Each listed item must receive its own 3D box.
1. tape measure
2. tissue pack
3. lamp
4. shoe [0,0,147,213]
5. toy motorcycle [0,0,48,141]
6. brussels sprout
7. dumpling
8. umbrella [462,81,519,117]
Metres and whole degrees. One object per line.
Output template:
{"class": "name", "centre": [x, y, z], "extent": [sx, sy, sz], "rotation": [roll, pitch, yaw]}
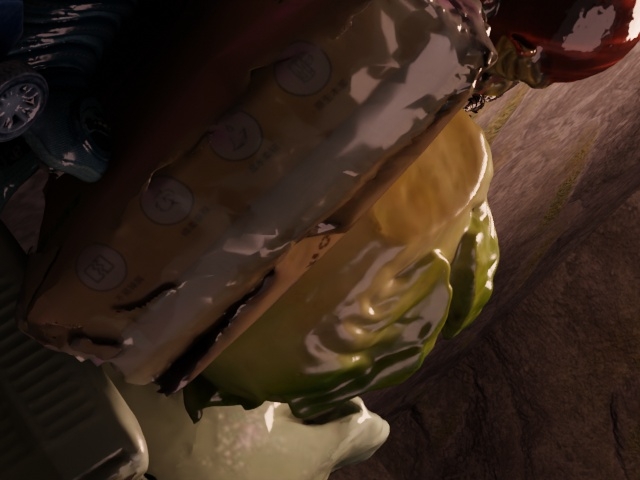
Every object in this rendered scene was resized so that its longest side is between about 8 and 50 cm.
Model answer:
{"class": "tape measure", "centre": [-0.178, 0.095, 0.712], "extent": [0.115, 0.235, 0.207], "rotation": [-32, 165, -17]}
{"class": "tissue pack", "centre": [-0.032, -0.068, 0.656], "extent": [0.256, 0.123, 0.215], "rotation": [-42, -152, 20]}
{"class": "lamp", "centre": [0.171, -0.196, 0.851], "extent": [0.223, 0.151, 0.215], "rotation": [-47, 174, 40]}
{"class": "shoe", "centre": [-0.132, -0.069, 0.584], "extent": [0.207, 0.106, 0.091], "rotation": [-46, 167, 8]}
{"class": "toy motorcycle", "centre": [-0.177, -0.080, 0.473], "extent": [0.254, 0.092, 0.135], "rotation": [-49, 156, 5]}
{"class": "brussels sprout", "centre": [0.000, -0.002, 0.891], "extent": [0.259, 0.227, 0.294], "rotation": [-35, 175, -33]}
{"class": "dumpling", "centre": [-0.121, 0.156, 1.075], "extent": [0.212, 0.320, 0.270], "rotation": [-59, -178, 17]}
{"class": "umbrella", "centre": [0.171, -0.148, 1.302], "extent": [0.149, 0.022, 0.022], "rotation": [-35, 131, -52]}
